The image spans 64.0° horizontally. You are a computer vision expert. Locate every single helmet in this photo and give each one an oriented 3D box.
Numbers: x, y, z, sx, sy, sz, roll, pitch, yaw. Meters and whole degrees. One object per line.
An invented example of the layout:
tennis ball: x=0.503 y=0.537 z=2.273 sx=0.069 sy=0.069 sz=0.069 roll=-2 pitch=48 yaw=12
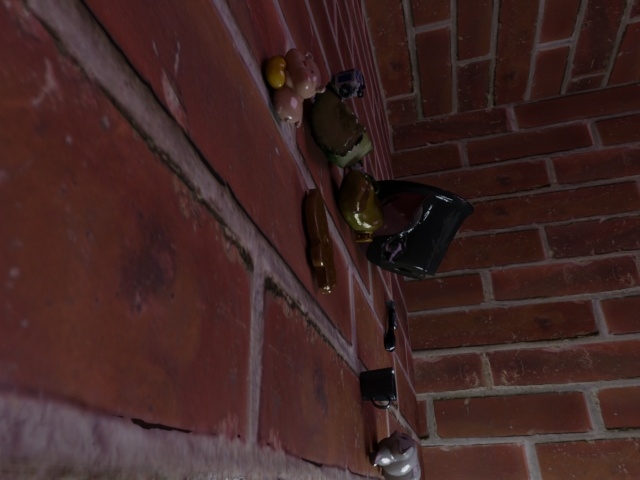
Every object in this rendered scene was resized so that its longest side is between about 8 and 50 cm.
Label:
helmet: x=0.201 y=-0.049 z=1.466 sx=0.198 sy=0.154 sz=0.253 roll=-20 pitch=137 yaw=-56

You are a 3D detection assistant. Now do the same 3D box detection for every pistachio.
pistachio: x=0.088 y=-0.095 z=1.236 sx=0.189 sy=0.100 sz=0.110 roll=54 pitch=7 yaw=-49

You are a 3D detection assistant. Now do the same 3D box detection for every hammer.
hammer: x=0.259 y=0.319 z=1.884 sx=0.290 sy=0.037 sz=0.137 roll=-62 pitch=143 yaw=-70

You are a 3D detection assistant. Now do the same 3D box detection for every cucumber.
cucumber: x=0.044 y=-0.231 z=1.114 sx=0.145 sy=0.105 sz=0.325 roll=56 pitch=12 yaw=4

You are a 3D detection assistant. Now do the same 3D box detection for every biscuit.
biscuit: x=-0.002 y=0.004 z=0.912 sx=0.133 sy=0.027 sz=0.184 roll=-62 pitch=141 yaw=-68

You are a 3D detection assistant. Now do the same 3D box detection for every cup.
cup: x=0.137 y=0.352 z=1.210 sx=0.100 sy=0.077 sz=0.078 roll=-84 pitch=162 yaw=-49

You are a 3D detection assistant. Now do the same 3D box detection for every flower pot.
flower pot: x=0.288 y=-0.022 z=1.693 sx=0.379 sy=0.380 sz=0.251 roll=45 pitch=60 yaw=-70

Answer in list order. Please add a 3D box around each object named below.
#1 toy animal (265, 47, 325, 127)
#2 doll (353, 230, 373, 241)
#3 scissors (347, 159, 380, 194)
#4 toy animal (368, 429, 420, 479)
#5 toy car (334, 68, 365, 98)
toy animal: x=-0.036 y=-0.239 z=0.778 sx=0.091 sy=0.082 sz=0.114 roll=35 pitch=49 yaw=-72
doll: x=0.115 y=-0.059 z=1.387 sx=0.084 sy=0.073 sz=0.127 roll=34 pitch=54 yaw=-81
scissors: x=0.094 y=-0.205 z=1.409 sx=0.027 sy=0.101 sz=0.204 roll=123 pitch=-40 yaw=-48
toy animal: x=0.180 y=0.509 z=1.245 sx=0.220 sy=0.104 sz=0.130 roll=70 pitch=19 yaw=-47
toy car: x=0.077 y=-0.435 z=1.428 sx=0.170 sy=0.080 sz=0.070 roll=-74 pitch=152 yaw=-60
